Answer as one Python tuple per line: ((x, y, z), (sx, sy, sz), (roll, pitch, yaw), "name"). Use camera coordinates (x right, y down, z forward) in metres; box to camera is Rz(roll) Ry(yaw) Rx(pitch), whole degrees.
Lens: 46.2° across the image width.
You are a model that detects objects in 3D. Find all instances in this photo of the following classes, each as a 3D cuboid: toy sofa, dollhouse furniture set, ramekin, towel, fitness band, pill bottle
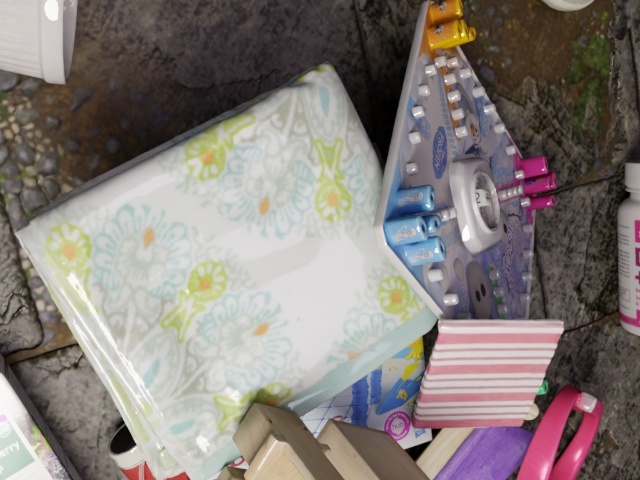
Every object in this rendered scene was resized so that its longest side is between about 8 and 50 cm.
((0.162, 0.359, 1.062), (0.177, 0.150, 0.362), (40, 79, 8), "toy sofa")
((-0.017, 0.389, 0.798), (0.303, 0.174, 0.356), (25, 100, -40), "dollhouse furniture set")
((-0.312, -0.272, 0.774), (0.109, 0.207, 0.207), (4, 95, -16), "ramekin")
((-0.074, 0.035, 0.787), (0.374, 0.090, 0.321), (-31, 109, -18), "towel")
((0.371, 0.333, 1.162), (0.209, 0.054, 0.291), (-64, 150, -6), "fitness band")
((0.190, 0.157, 0.885), (0.144, 0.029, 0.197), (0, 131, -7), "towel")
((0.572, 0.007, 1.227), (0.160, 0.160, 0.283), (-9, 100, -23), "pill bottle")

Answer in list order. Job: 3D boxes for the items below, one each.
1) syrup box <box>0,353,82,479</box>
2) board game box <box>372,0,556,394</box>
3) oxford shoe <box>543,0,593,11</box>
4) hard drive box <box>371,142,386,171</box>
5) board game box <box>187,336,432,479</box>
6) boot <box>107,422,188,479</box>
((-0.358, 0.259, 0.879), (0.093, 0.096, 0.237), (-30, 109, -17), "syrup box")
((0.213, -0.050, 0.959), (0.390, 0.050, 0.390), (47, 44, -38), "board game box")
((0.349, -0.561, 1.071), (0.169, 0.130, 0.449), (-14, 104, -24), "oxford shoe")
((0.000, 0.000, 1.008), (0.232, 0.089, 0.181), (-31, 108, -17), "hard drive box")
((-0.025, 0.132, 0.918), (0.308, 0.086, 0.302), (-12, 102, -22), "board game box")
((-0.132, 0.257, 0.993), (0.244, 0.088, 0.176), (-37, 117, -15), "boot")
